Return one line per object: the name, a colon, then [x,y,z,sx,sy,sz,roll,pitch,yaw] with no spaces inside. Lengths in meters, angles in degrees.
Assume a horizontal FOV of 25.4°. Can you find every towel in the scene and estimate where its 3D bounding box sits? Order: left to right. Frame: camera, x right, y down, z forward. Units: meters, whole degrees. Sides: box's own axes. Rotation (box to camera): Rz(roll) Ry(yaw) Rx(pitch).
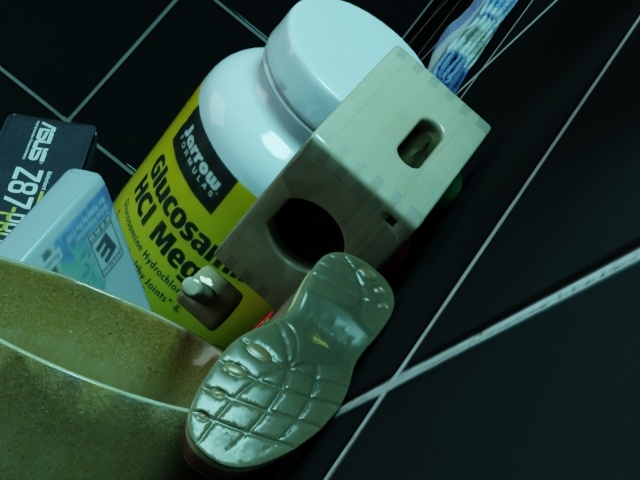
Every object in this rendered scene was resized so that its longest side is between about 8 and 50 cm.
towel: [0.131,-0.185,1.526,0.209,0.034,0.285,-48,6,49]

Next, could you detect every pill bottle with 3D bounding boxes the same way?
pill bottle: [-0.054,-0.040,1.203,0.334,0.188,0.188,-49,5,36]

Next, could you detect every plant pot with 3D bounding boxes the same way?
plant pot: [-0.183,0.165,0.850,0.237,0.237,0.254,-91,24,-83]

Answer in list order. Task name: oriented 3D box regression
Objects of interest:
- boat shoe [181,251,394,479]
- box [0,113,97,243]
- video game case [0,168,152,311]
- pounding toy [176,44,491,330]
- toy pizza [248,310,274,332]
boat shoe: [-0.019,0.075,0.762,0.178,0.064,0.060,-47,-6,-49]
box: [-0.281,0.132,1.277,0.318,0.097,0.395,-82,3,-57]
video game case: [-0.218,0.163,1.032,0.329,0.036,0.300,-55,-35,-38]
pounding toy: [-0.007,0.008,0.894,0.206,0.094,0.181,-48,2,42]
toy pizza: [-0.070,0.115,1.104,0.201,0.032,0.201,-51,4,5]
